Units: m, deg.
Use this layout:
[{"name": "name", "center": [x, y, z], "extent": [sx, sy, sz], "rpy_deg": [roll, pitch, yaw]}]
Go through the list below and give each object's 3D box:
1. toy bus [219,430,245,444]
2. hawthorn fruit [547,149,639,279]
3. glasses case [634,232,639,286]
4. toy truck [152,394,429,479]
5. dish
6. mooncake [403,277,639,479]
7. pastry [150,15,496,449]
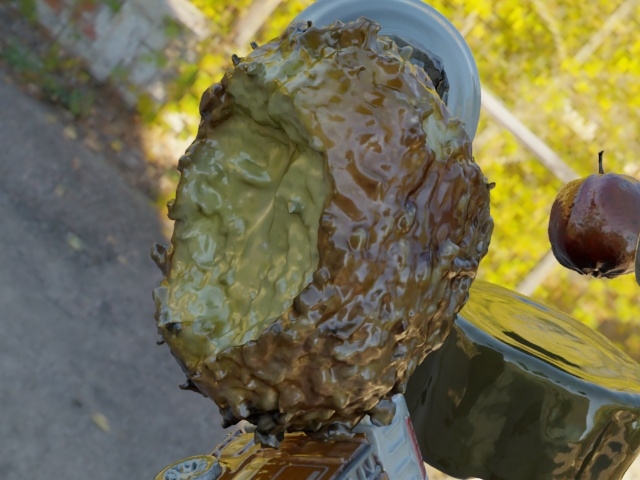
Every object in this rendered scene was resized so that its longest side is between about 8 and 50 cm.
[{"name": "toy bus", "center": [-0.113, 0.294, 1.589], "extent": [0.069, 0.074, 0.162], "rpy_deg": [29, 54, 13]}, {"name": "hawthorn fruit", "center": [0.406, -0.039, 2.053], "extent": [0.157, 0.157, 0.194], "rpy_deg": [27, 59, -41]}, {"name": "glasses case", "center": [0.355, -0.045, 1.387], "extent": [0.051, 0.204, 0.081], "rpy_deg": [21, 3, 36]}, {"name": "toy truck", "center": [-0.027, 0.276, 1.419], "extent": [0.387, 0.207, 0.173], "rpy_deg": [-38, 115, -56]}, {"name": "dish", "center": [0.082, -0.200, 1.973], "extent": [0.316, 0.316, 0.106], "rpy_deg": [39, -3, -9]}, {"name": "mooncake", "center": [0.261, 0.207, 1.916], "extent": [0.378, 0.201, 0.378], "rpy_deg": [23, 14, -6]}, {"name": "pastry", "center": [0.011, -0.009, 1.395], "extent": [0.292, 0.405, 0.337], "rpy_deg": [15, 5, 39]}]
